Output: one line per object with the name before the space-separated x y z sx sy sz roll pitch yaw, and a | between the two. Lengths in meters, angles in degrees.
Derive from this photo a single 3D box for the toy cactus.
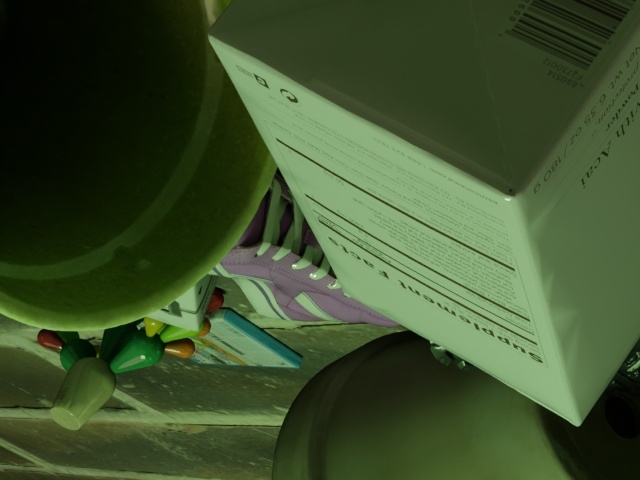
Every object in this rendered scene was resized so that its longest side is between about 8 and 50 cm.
toy cactus | -0.211 0.106 1.618 0.219 0.180 0.112 0 132 33

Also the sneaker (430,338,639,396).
sneaker | 0.198 0.044 1.197 0.271 0.108 0.100 13 141 -26

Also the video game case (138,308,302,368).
video game case | -0.115 0.104 1.735 0.166 0.015 0.119 -2 151 45

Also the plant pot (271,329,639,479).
plant pot | 0.165 0.192 1.341 0.323 0.323 0.280 28 143 -20

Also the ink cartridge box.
ink cartridge box | -0.114 0.007 1.367 0.056 0.099 0.135 17 161 4

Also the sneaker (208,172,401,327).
sneaker | 0.000 -0.001 1.260 0.161 0.102 0.282 8 167 21

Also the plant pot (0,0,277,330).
plant pot | -0.198 -0.111 0.971 0.254 0.276 0.276 18 163 43

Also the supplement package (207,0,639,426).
supplement package | 0.096 -0.059 0.840 0.175 0.177 0.293 30 166 25
